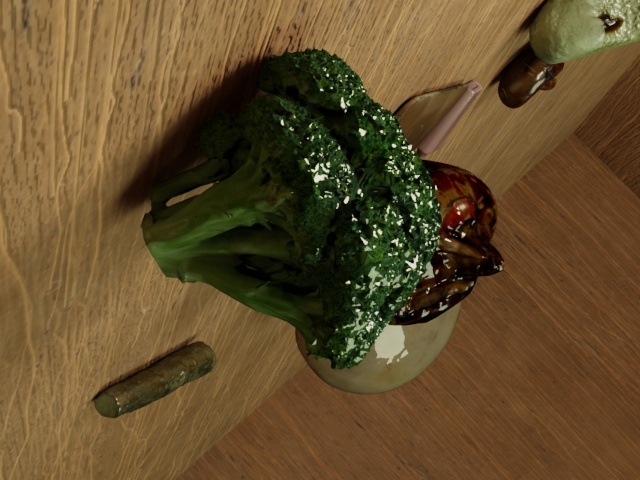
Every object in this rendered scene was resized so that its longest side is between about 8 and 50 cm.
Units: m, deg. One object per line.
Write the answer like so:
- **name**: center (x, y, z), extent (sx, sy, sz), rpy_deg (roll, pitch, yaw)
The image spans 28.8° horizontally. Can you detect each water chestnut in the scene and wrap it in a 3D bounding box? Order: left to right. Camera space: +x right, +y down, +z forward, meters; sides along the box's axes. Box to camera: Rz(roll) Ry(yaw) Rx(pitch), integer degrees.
- **water chestnut**: center (0.162, 0.002, 2.014), extent (0.289, 0.244, 0.289), rpy_deg (-41, 173, -6)

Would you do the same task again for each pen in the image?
- **pen**: center (0.205, -0.192, 2.103), extent (0.053, 0.032, 0.197), rpy_deg (-34, 165, -51)

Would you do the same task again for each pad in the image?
- **pad**: center (0.104, -0.134, 1.958), extent (0.286, 0.018, 0.284), rpy_deg (-47, 170, 26)

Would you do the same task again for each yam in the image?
- **yam**: center (-0.250, 0.215, 1.916), extent (0.061, 0.061, 0.274), rpy_deg (-47, 170, 26)

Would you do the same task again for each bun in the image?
- **bun**: center (0.435, -0.363, 2.000), extent (0.204, 0.126, 0.212), rpy_deg (-18, -178, 35)

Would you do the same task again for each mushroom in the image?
- **mushroom**: center (0.092, 0.105, 2.356), extent (0.362, 0.294, 0.362), rpy_deg (-23, 127, -34)
- **mushroom**: center (0.379, -0.297, 2.230), extent (0.135, 0.080, 0.170), rpy_deg (-34, 177, 26)

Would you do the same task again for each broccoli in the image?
- **broccoli**: center (-0.023, -0.031, 1.198), extent (0.275, 0.308, 0.308), rpy_deg (-9, 174, 7)
